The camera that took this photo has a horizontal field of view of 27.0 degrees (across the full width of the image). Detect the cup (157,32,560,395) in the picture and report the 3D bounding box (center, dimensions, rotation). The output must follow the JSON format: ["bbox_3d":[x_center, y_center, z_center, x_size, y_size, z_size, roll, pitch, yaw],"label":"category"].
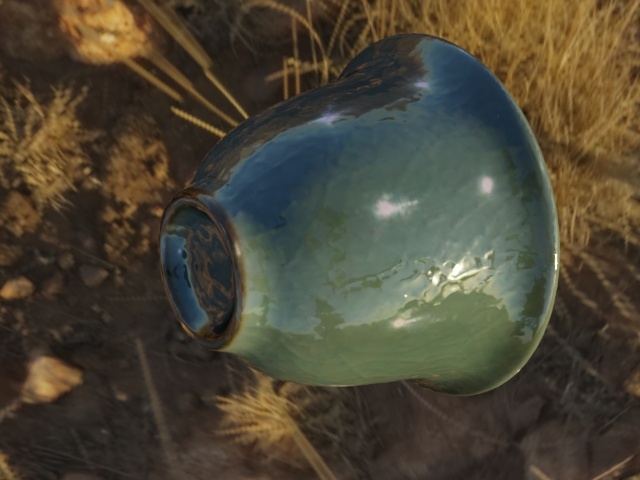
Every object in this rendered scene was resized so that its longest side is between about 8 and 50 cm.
[{"bbox_3d":[0.000,0.000,0.681,0.150,0.199,0.199,-13,72,-34],"label":"cup"}]
